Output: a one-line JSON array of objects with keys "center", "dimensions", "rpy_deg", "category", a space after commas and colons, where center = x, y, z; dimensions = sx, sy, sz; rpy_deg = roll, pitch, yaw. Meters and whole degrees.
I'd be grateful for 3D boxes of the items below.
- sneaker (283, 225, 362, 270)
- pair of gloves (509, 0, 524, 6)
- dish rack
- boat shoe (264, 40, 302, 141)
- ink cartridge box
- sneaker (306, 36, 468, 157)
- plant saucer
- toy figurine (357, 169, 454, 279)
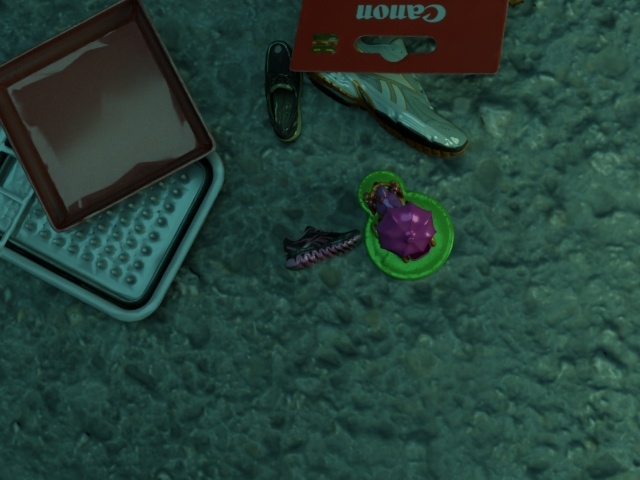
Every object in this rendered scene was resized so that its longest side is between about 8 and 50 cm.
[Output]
[{"center": [0.000, 0.000, 1.745], "dimensions": [0.119, 0.047, 0.057], "rpy_deg": [-19, 71, 2], "category": "sneaker"}, {"center": [0.250, -0.366, 1.772], "dimensions": [0.083, 0.010, 0.074], "rpy_deg": [-25, 82, 2], "category": "pair of gloves"}, {"center": [-0.328, -0.064, 1.765], "dimensions": [0.333, 0.072, 0.285], "rpy_deg": [27, 86, 8], "category": "dish rack"}, {"center": [-0.053, -0.222, 1.765], "dimensions": [0.056, 0.049, 0.152], "rpy_deg": [-9, 83, 5], "category": "boat shoe"}, {"center": [0.115, -0.424, 1.688], "dimensions": [0.308, 0.091, 0.384], "rpy_deg": [4, 73, 19], "category": "ink cartridge box"}, {"center": [0.111, -0.222, 1.730], "dimensions": [0.262, 0.099, 0.121], "rpy_deg": [34, 84, 7], "category": "sneaker"}, {"center": [-0.312, -0.177, 1.718], "dimensions": [0.258, 0.048, 0.259], "rpy_deg": [-28, 84, 1], "category": "plant saucer"}, {"center": [0.109, -0.034, 1.676], "dimensions": [0.130, 0.159, 0.173], "rpy_deg": [-31, 82, 1], "category": "toy figurine"}]
